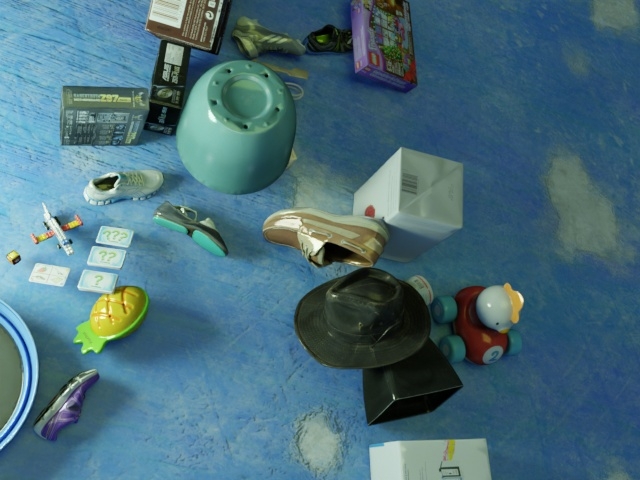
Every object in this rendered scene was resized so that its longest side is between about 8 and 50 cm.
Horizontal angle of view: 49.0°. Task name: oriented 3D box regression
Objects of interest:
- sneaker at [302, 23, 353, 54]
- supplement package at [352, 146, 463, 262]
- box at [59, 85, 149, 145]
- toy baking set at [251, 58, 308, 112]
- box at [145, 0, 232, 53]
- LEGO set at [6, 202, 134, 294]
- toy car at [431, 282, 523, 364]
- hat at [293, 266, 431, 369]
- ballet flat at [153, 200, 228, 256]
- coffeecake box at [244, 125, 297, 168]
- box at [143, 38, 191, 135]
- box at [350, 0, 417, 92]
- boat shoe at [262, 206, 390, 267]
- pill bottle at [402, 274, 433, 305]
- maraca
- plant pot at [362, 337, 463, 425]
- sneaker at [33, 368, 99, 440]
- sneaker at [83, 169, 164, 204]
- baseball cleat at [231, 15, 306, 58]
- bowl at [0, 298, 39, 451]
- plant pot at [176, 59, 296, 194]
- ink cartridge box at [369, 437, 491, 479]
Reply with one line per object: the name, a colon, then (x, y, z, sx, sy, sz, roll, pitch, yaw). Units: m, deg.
sneaker: (0.042, -0.576, 2.009, 0.188, 0.078, 0.067, -14, 76, -27)
supplement package: (0.211, -0.079, 1.776, 0.175, 0.293, 0.178, 12, 67, -17)
box: (-0.499, -0.281, 1.611, 0.183, 0.232, 0.059, -2, 78, -21)
toy baking set: (-0.157, -0.408, 1.873, 0.196, 0.030, 0.256, 36, 57, 13)
box: (-0.323, -0.574, 1.759, 0.166, 0.203, 0.169, 15, 100, -5)
LEGO set: (-0.555, 0.016, 1.551, 0.244, 0.060, 0.183, 9, 51, -2)
toy car: (0.443, 0.201, 1.797, 0.219, 0.238, 0.211, -3, 73, -21)
hat: (0.099, 0.151, 1.656, 0.330, 0.134, 0.332, -1, 45, 1)
ballet flat: (-0.302, -0.035, 1.693, 0.203, 0.074, 0.074, 28, 64, -7)
coffeecake box: (-0.176, -0.240, 1.813, 0.185, 0.068, 0.143, -17, 79, -25)
box: (-0.381, -0.377, 1.739, 0.077, 0.147, 0.180, 11, 69, -17)
box: (0.184, -0.596, 2.052, 0.200, 0.057, 0.294, 11, 67, -36)
boat shoe: (0.000, 0.000, 1.694, 0.324, 0.123, 0.117, 4, 58, 24)
pill bottle: (0.204, 0.155, 1.806, 0.160, 0.087, 0.087, -21, 80, -25)
maraca: (-0.457, 0.172, 1.541, 0.185, 0.099, 0.127, -43, 46, -16)
plant pot: (0.199, 0.325, 1.702, 0.188, 0.187, 0.167, -7, 60, -23)
sneaker: (-0.526, 0.346, 1.485, 0.071, 0.068, 0.170, 45, 70, -18)
sneaker: (-0.458, -0.134, 1.660, 0.190, 0.083, 0.072, -18, 77, -27)
baseball cleat: (-0.146, -0.535, 1.940, 0.205, 0.072, 0.110, 23, 79, -7)
bowl: (-0.768, 0.279, 1.398, 0.390, 0.077, 0.392, 7, 69, -19)
plant pot: (-0.188, -0.285, 1.651, 0.292, 0.235, 0.293, 4, 72, -12)
ink cartridge box: (0.256, 0.553, 1.637, 0.232, 0.171, 0.168, 5, 70, -20)
